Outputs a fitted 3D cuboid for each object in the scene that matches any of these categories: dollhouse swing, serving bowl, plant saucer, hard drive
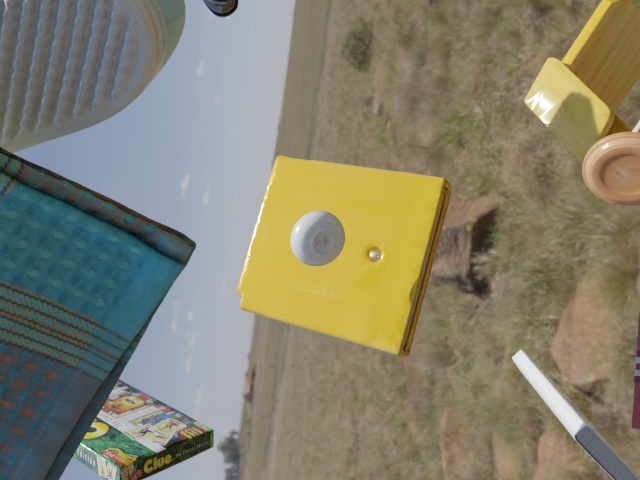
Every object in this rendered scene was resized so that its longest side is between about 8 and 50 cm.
[{"bbox_3d":[0.701,-0.319,1.442,0.305,0.346,0.315,-46,50,24],"label":"dollhouse swing"},{"bbox_3d":[0.000,0.000,0.908,0.027,0.083,0.083,-144,59,-64],"label":"serving bowl"},{"bbox_3d":[0.302,-0.068,0.619,0.083,0.083,0.013,101,-165,-47],"label":"plant saucer"},{"bbox_3d":[0.535,0.374,1.339,0.040,0.203,0.307,-43,16,9],"label":"hard drive"}]

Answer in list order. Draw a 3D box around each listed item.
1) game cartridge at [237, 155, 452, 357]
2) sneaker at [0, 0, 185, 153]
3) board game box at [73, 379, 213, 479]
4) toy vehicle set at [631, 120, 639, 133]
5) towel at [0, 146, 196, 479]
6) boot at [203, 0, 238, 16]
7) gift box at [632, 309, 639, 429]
[{"bbox_3d":[0.029,0.014,1.045,0.052,0.323,0.285,28,-103,-58],"label":"game cartridge"},{"bbox_3d":[-0.265,-0.124,0.487,0.150,0.365,0.135,-75,-27,-60],"label":"sneaker"},{"bbox_3d":[-0.271,0.223,0.793,0.136,0.259,0.030,-12,-70,-51],"label":"board game box"},{"bbox_3d":[0.428,-0.155,0.632,0.267,0.035,0.166,-59,22,12],"label":"toy vehicle set"},{"bbox_3d":[-0.291,0.042,0.358,0.271,0.370,0.040,-58,33,4],"label":"towel"},{"bbox_3d":[-0.240,-0.554,1.211,0.246,0.094,0.207,56,179,-10],"label":"boot"},{"bbox_3d":[0.710,0.242,1.027,0.276,0.258,0.255,158,125,-73],"label":"gift box"}]
